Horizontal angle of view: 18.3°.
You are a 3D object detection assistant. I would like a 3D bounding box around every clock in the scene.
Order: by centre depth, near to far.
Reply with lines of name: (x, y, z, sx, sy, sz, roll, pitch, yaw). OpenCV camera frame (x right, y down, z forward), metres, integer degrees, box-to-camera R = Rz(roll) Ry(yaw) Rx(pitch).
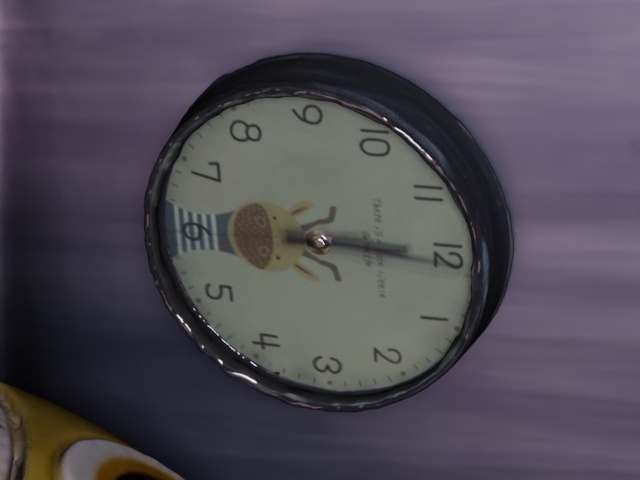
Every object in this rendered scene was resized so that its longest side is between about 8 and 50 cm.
clock: (0.000, 0.000, 0.967, 0.184, 0.040, 0.184, 10, 120, 17)

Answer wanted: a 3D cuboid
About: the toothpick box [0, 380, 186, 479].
toothpick box: (-0.212, 0.260, 0.978, 0.425, 0.409, 0.409, 17, 122, 5)
